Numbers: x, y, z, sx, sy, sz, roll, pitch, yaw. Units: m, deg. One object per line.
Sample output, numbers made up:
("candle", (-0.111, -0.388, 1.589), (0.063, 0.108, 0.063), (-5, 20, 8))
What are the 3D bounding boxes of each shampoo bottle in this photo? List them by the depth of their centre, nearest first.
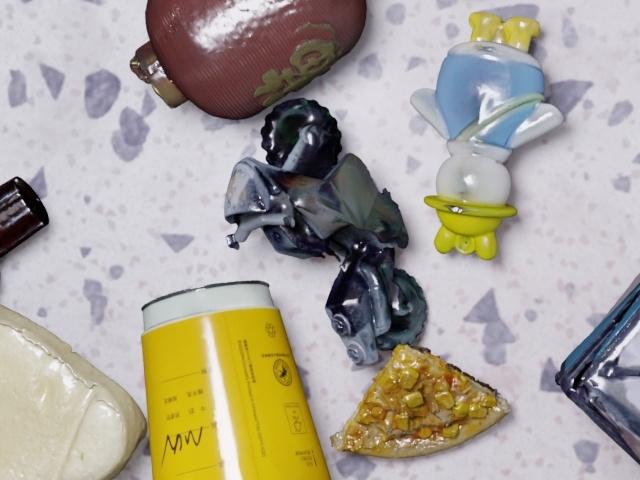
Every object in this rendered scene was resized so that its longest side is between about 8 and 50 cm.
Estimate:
("shampoo bottle", (-0.401, 0.033, 1.873), (0.278, 0.104, 0.104), (-33, 84, 6))

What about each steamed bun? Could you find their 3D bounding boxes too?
("steamed bun", (-0.277, 0.184, 1.851), (0.212, 0.110, 0.231), (15, 101, 11))

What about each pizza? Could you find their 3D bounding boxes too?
("pizza", (0.097, 0.159, 1.800), (0.178, 0.041, 0.131), (-3, 124, -1))

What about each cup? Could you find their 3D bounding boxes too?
("cup", (-0.087, 0.188, 1.790), (0.196, 0.196, 0.280), (-14, 78, 8))

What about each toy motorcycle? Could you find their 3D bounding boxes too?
("toy motorcycle", (0.000, 0.000, 1.785), (0.159, 0.106, 0.270), (-31, 98, -34))

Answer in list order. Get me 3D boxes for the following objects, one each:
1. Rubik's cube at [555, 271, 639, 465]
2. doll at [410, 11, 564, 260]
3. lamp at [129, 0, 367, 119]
("Rubik's cube", (0.413, 0.110, 1.647), (0.310, 0.305, 0.307), (42, 94, 7))
("doll", (0.156, -0.102, 1.796), (0.135, 0.099, 0.241), (9, 92, -14))
("lamp", (-0.064, -0.216, 1.801), (0.258, 0.180, 0.180), (-34, 84, 8))
